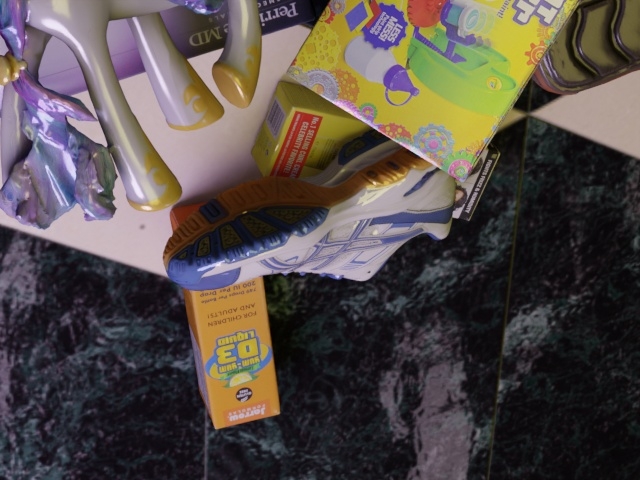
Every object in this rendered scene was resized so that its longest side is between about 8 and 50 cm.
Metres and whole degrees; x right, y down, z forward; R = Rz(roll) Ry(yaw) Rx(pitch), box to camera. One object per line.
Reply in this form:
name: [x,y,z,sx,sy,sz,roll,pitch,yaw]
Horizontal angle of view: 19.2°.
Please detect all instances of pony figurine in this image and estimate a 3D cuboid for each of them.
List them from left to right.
pony figurine: [-0.190,-0.193,1.400,0.351,0.303,0.363,-32,128,-36]

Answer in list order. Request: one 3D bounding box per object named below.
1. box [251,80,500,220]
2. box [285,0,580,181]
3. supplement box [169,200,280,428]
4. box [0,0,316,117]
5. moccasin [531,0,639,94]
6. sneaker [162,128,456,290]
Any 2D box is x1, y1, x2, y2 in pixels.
box: [0.055,-0.087,1.864,0.232,0.058,0.087,12,116,-25]
box: [0.127,-0.237,1.623,0.177,0.279,0.290,31,102,-4]
supplement box: [-0.093,0.074,1.901,0.078,0.080,0.233,-14,125,-10]
box: [-0.186,-0.299,1.579,0.296,0.182,0.294,-18,126,-7]
moccasin: [0.370,-0.241,1.841,0.380,0.147,0.139,-23,111,0]
sneaker: [0.000,0.000,1.788,0.296,0.112,0.131,-22,128,-10]
